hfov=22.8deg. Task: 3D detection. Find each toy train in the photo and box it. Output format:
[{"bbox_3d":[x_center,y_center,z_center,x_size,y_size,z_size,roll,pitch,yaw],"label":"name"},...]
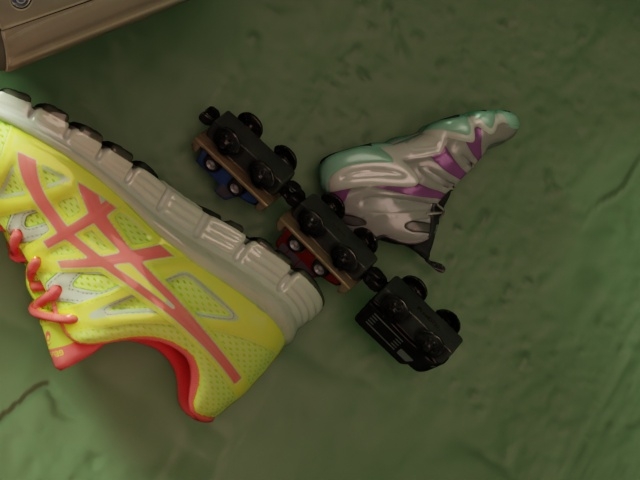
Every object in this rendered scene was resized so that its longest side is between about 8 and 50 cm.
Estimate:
[{"bbox_3d":[0.000,0.000,0.724,0.158,0.036,0.027,45,43,3],"label":"toy train"}]

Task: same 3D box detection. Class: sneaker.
[{"bbox_3d":[0.053,-0.020,0.745,0.098,0.038,0.069,-17,92,-2],"label":"sneaker"},{"bbox_3d":[-0.104,0.006,0.688,0.208,0.081,0.094,33,83,-9],"label":"sneaker"}]

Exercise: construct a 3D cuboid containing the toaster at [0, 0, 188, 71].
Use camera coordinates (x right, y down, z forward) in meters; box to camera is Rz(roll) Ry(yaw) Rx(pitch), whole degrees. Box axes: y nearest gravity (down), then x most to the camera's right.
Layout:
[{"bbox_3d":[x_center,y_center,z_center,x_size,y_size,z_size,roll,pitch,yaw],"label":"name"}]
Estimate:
[{"bbox_3d":[-0.109,-0.167,0.649,0.146,0.227,0.129,-19,124,-16],"label":"toaster"}]
